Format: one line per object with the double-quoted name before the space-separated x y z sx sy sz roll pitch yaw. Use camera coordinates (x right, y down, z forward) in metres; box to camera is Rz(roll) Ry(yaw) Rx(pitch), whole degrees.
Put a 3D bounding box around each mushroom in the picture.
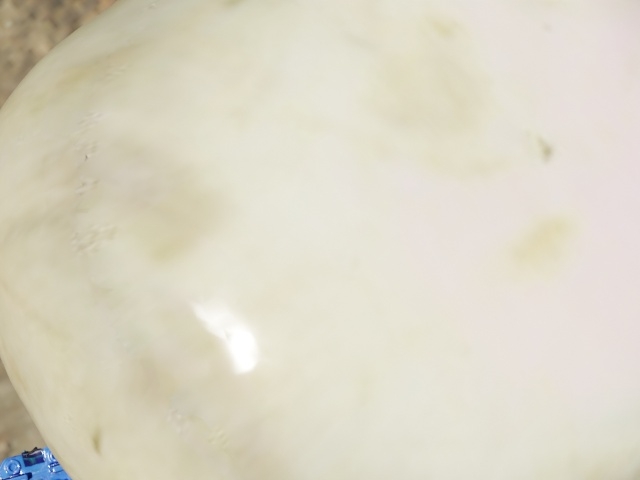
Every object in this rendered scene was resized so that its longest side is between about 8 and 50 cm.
"mushroom" 0.004 -0.008 0.856 0.325 0.353 0.353 29 53 -47

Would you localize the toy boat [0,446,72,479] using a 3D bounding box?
"toy boat" -0.194 0.241 1.435 0.091 0.110 0.175 -14 86 -20
